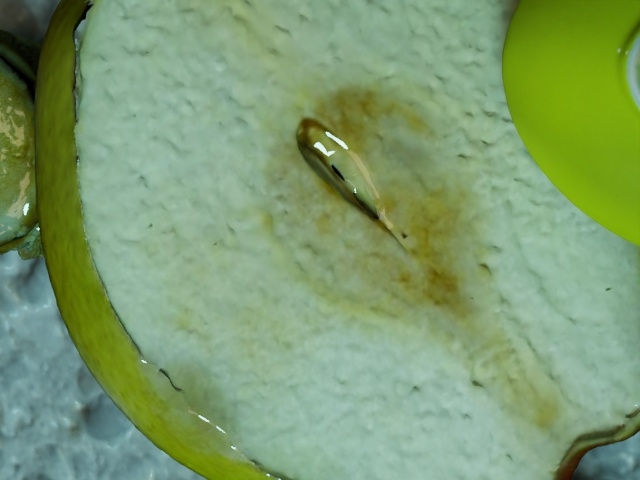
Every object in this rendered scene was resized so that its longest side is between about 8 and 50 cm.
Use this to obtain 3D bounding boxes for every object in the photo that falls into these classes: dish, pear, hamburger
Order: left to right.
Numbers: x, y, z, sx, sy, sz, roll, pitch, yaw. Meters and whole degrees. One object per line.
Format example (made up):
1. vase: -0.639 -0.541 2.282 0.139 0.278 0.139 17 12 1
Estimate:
1. hamburger: -0.210 -0.065 1.304 0.185 0.131 0.159 -8 90 19
2. pear: 0.000 0.000 1.149 0.386 0.340 0.191 55 152 -2
3. dish: 0.230 -0.111 1.054 0.221 0.108 0.262 33 96 -2
